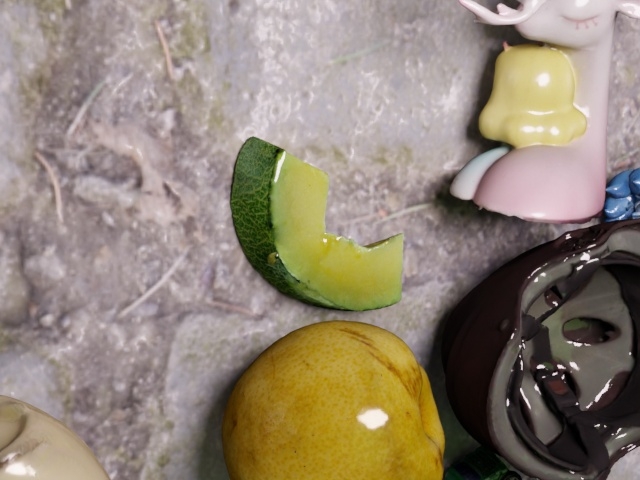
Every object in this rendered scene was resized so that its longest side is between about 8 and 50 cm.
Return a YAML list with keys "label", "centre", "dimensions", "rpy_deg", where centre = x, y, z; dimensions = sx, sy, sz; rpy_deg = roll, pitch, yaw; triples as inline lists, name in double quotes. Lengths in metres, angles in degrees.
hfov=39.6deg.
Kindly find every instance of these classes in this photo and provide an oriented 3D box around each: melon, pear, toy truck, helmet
- label: "melon"
  centre: [0.000, 0.000, 0.846]
  dimensions: [0.209, 0.064, 0.118]
  rpy_deg: [31, 82, -28]
- label: "pear"
  centre: [0.008, 0.180, 0.812]
  dimensions: [0.209, 0.209, 0.209]
  rpy_deg: [-5, 102, -23]
- label: "toy truck"
  centre: [0.188, 0.307, 0.988]
  dimensions: [0.079, 0.065, 0.147]
  rpy_deg: [-24, 111, -15]
- label: "helmet"
  centre: [0.252, 0.105, 0.915]
  dimensions: [0.305, 0.177, 0.225]
  rpy_deg: [-31, 103, -22]

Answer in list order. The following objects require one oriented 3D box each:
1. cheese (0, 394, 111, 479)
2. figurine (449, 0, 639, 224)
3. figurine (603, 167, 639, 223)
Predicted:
- label: "cheese"
  centre: [-0.297, 0.257, 0.729]
  dimensions: [0.266, 0.127, 0.233]
  rpy_deg: [-22, 112, -16]
- label: "figurine"
  centre: [0.188, -0.181, 0.816]
  dimensions: [0.284, 0.206, 0.316]
  rpy_deg: [0, 102, -25]
- label: "figurine"
  centre: [0.358, -0.043, 0.985]
  dimensions: [0.114, 0.079, 0.114]
  rpy_deg: [-8, 147, -5]
